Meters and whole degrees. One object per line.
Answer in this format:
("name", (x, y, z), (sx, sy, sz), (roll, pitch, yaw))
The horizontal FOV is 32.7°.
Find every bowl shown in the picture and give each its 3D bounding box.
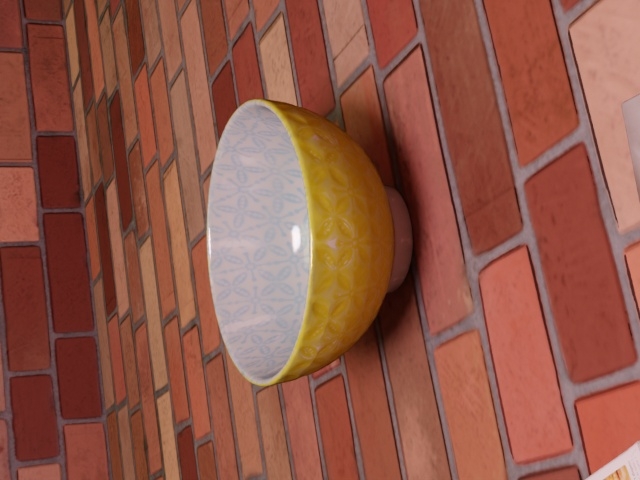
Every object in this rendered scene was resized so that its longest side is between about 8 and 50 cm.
("bowl", (0.000, 0.000, 1.121), (0.289, 0.156, 0.289), (178, 90, -65))

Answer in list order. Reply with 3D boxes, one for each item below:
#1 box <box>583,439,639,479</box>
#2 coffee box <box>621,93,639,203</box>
("box", (0.215, 0.220, 0.728), (0.203, 0.103, 0.114), (123, 139, -51))
("coffee box", (0.268, 0.017, 0.604), (0.141, 0.098, 0.246), (151, 115, -63))
